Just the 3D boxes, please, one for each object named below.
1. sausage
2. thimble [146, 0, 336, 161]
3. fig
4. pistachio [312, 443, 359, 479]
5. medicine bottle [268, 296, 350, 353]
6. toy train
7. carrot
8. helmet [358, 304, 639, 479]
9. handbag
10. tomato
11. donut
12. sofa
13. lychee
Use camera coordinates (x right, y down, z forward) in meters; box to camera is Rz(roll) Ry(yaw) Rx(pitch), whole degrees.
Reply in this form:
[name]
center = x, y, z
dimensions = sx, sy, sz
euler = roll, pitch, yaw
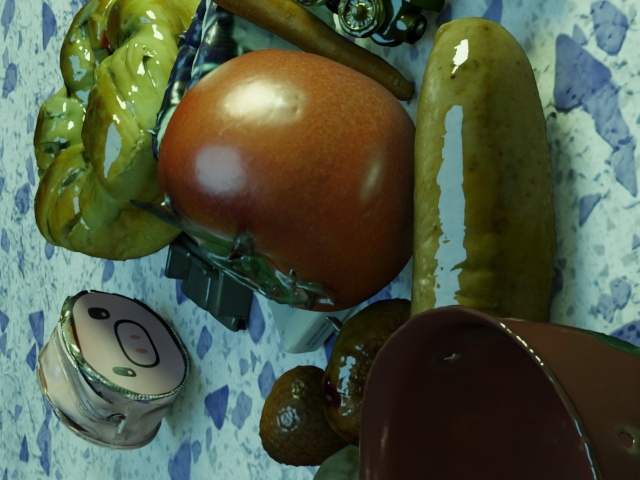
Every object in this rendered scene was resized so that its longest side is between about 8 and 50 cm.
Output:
[sausage]
center = 0.133, 0.058, 1.365
dimensions = 0.136, 0.123, 0.501
euler = 8, 93, 31
[thimble]
center = -0.080, -0.171, 1.652
dimensions = 0.237, 0.150, 0.237
euler = -161, 90, -75
[fig]
center = 0.056, 0.128, 1.518
dimensions = 0.146, 0.134, 0.201
euler = -60, 13, -7
[pistachio]
center = 0.038, 0.279, 1.541
dimensions = 0.126, 0.108, 0.185
euler = -103, 18, -66
[medicine bottle]
center = 0.000, 0.000, 1.660
dimensions = 0.201, 0.052, 0.171
euler = -53, 46, 46
[toy train]
center = 0.028, -0.284, 1.530
dimensions = 0.225, 0.090, 0.137
euler = 36, 105, 23
[carrot]
center = -0.015, -0.205, 1.546
dimensions = 0.043, 0.248, 0.043
euler = -59, 6, 10
[helmet]
center = 0.194, 0.224, 1.166
dimensions = 0.337, 0.230, 0.385
euler = 45, 135, 52
[handbag]
center = -0.259, 0.157, 1.964
dimensions = 0.116, 0.179, 0.205
euler = -56, 44, 32
[tomato]
center = -0.024, -0.053, 1.449
dimensions = 0.256, 0.256, 0.224
euler = 1, 61, 59
[donut]
center = -0.234, -0.144, 1.901
dimensions = 0.360, 0.170, 0.360
euler = -34, 49, 52
[sofa]
center = -0.139, 0.047, 1.874
dimensions = 0.147, 0.060, 0.085
euler = 33, 117, 54
[lychee]
center = 0.004, 0.180, 1.612
dimensions = 0.114, 0.140, 0.101
euler = -115, 7, -45
